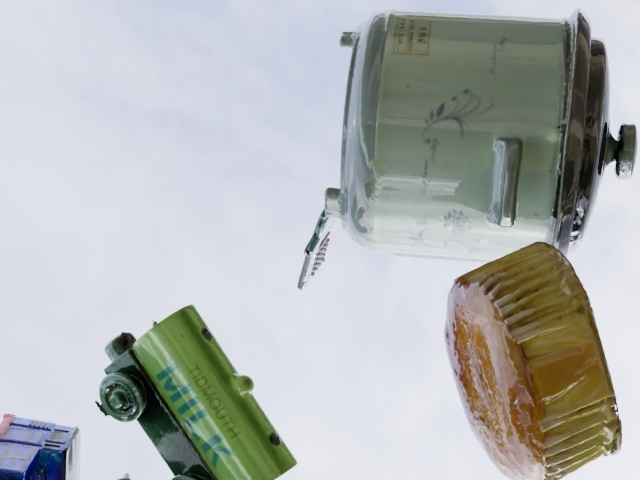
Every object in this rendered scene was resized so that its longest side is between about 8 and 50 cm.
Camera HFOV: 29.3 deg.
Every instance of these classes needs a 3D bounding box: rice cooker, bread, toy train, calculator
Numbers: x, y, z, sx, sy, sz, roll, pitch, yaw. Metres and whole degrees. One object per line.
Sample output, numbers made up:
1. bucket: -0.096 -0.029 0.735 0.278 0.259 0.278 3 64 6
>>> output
1. rice cooker: 0.161 -0.101 1.205 0.316 0.264 0.317 1 -157 -1
2. bread: 0.172 0.107 1.021 0.114 0.132 0.191 -21 -85 -13
3. toy train: -0.129 0.191 1.329 0.253 0.157 0.105 56 -151 7
4. toy train: -0.338 0.258 1.312 0.131 0.083 0.204 10 -168 -1
5. calculator: 0.000 0.000 1.576 0.019 0.141 0.094 25 -135 10

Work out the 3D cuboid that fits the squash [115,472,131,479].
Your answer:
1. squash: -0.259 0.367 1.280 0.137 0.137 0.288 19 -124 -22
